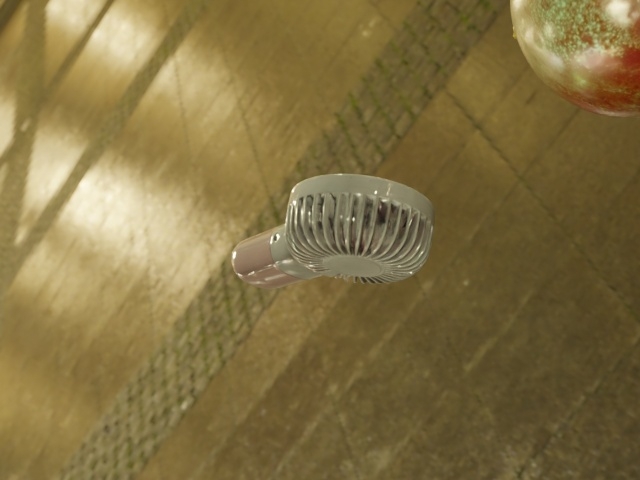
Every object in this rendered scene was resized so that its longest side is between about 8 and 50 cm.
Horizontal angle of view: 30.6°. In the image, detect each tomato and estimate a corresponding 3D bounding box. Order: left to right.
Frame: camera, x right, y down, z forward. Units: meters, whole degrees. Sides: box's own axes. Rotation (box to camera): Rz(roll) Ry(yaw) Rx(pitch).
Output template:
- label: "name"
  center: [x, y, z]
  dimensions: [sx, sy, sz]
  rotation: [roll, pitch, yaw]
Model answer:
- label: "tomato"
  center: [0.306, -0.264, 1.189]
  dimensions: [0.270, 0.223, 0.270]
  rotation: [22, -90, -85]

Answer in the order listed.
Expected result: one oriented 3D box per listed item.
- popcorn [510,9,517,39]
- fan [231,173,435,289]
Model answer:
- label: "popcorn"
  center: [0.338, -0.355, 1.558]
  dimensions: [0.250, 0.190, 0.250]
  rotation: [4, -90, -81]
- label: "fan"
  center: [0.000, 0.000, 1.070]
  dimensions: [0.244, 0.130, 0.074]
  rotation: [-18, 58, 51]
